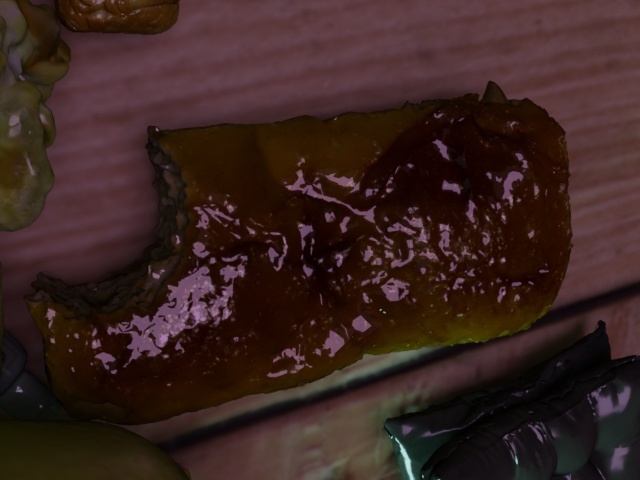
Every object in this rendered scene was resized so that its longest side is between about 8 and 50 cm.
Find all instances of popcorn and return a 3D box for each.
[{"bbox_3d":[-0.207,-0.077,0.425,0.136,0.141,0.162,-16,88,21],"label":"popcorn"}]

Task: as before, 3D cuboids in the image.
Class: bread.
[{"bbox_3d":[-0.121,-0.146,0.478,0.083,0.081,0.046,12,114,12],"label":"bread"},{"bbox_3d":[0.000,0.000,0.542,0.381,0.109,0.185,-11,107,-22],"label":"bread"}]

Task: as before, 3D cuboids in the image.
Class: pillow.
[{"bbox_3d":[0.188,0.259,0.684,0.228,0.101,0.326,-19,109,-20],"label":"pillow"}]

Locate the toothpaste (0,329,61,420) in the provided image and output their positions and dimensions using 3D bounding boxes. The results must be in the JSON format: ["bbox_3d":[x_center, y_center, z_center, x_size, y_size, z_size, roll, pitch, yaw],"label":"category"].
[{"bbox_3d":[-0.253,0.026,0.475,0.067,0.037,0.255,-46,112,-7],"label":"toothpaste"}]

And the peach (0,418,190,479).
[{"bbox_3d":[-0.177,0.237,0.398,0.281,0.316,0.314,45,67,-21],"label":"peach"}]

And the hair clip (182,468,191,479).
[{"bbox_3d":[-0.106,0.251,0.580,0.072,0.046,0.173,-2,103,-19],"label":"hair clip"}]

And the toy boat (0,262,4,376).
[{"bbox_3d":[-0.309,0.053,0.406,0.277,0.084,0.111,1,104,-15],"label":"toy boat"}]
